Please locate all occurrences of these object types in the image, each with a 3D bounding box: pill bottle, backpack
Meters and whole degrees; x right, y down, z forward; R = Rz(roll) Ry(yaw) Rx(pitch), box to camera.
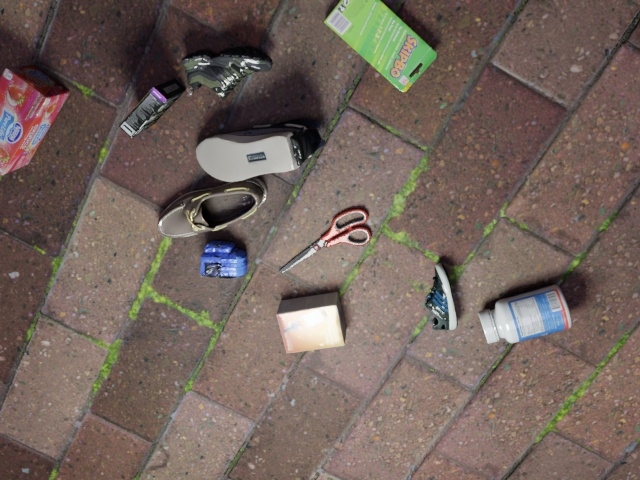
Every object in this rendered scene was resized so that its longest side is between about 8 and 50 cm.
[{"bbox_3d":[0.546,0.205,1.634,0.222,0.124,0.124,-17,108,12],"label":"pill bottle"},{"bbox_3d":[-0.261,0.054,1.666,0.120,0.098,0.101,7,107,4],"label":"backpack"}]

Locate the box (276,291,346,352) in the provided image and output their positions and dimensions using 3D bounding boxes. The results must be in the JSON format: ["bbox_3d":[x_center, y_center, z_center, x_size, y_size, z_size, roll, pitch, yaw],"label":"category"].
[{"bbox_3d":[-0.023,0.232,1.714,0.171,0.091,0.130,-10,109,9],"label":"box"}]

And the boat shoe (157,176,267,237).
[{"bbox_3d":[-0.300,-0.078,1.620,0.325,0.096,0.116,-18,108,11],"label":"boat shoe"}]

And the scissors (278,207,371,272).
[{"bbox_3d":[0.000,0.000,1.666,0.297,0.021,0.108,-20,110,13],"label":"scissors"}]

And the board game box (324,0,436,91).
[{"bbox_3d":[0.146,-0.487,1.461,0.259,0.039,0.124,41,109,-7],"label":"board game box"}]

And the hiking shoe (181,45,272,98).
[{"bbox_3d":[-0.225,-0.414,1.508,0.227,0.086,0.114,2,124,11],"label":"hiking shoe"}]

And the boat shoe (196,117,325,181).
[{"bbox_3d":[-0.148,-0.235,1.548,0.341,0.158,0.127,4,119,34],"label":"boat shoe"}]

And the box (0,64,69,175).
[{"bbox_3d":[-0.779,-0.311,1.562,0.123,0.128,0.256,37,109,-9],"label":"box"}]

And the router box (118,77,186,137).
[{"bbox_3d":[-0.410,-0.329,1.494,0.133,0.179,0.046,-41,104,16],"label":"router box"}]

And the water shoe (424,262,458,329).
[{"bbox_3d":[0.323,0.161,1.665,0.080,0.073,0.203,-11,108,12],"label":"water shoe"}]
